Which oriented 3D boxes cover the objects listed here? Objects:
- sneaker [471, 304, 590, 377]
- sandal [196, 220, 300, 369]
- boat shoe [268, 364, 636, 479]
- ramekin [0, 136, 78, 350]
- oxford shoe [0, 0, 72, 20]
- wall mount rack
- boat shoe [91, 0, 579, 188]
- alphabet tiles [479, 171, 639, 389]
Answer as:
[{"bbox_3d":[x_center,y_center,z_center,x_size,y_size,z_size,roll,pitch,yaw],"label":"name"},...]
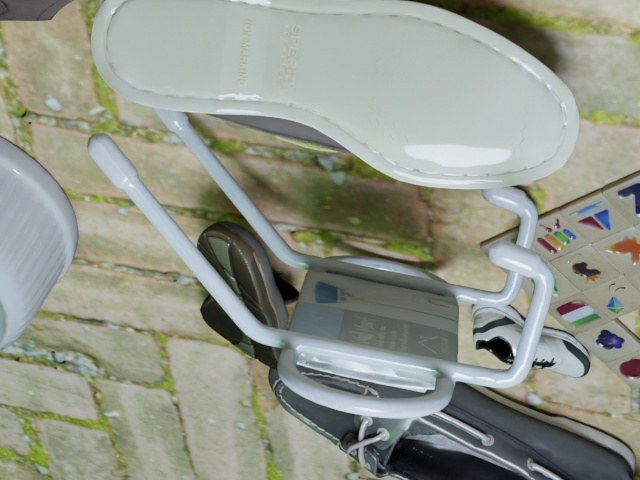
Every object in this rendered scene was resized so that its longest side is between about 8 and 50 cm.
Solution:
[{"bbox_3d":[0.166,0.089,1.330,0.109,0.043,0.040,24,137,-11],"label":"sneaker"},{"bbox_3d":[-0.053,0.039,1.334,0.090,0.060,0.219,33,156,22],"label":"sandal"},{"bbox_3d":[0.110,0.177,1.409,0.335,0.095,0.112,19,140,-2],"label":"boat shoe"},{"bbox_3d":[-0.312,0.007,1.356,0.207,0.109,0.207,10,140,8],"label":"ramekin"},{"bbox_3d":[-0.247,-0.180,1.111,0.364,0.130,0.133,-6,157,42],"label":"oxford shoe"},{"bbox_3d":[0.000,0.000,1.141,0.304,0.350,0.130,12,104,2],"label":"wall mount rack"},{"bbox_3d":[0.012,-0.111,1.118,0.324,0.097,0.116,11,99,3],"label":"boat shoe"},{"bbox_3d":[0.271,0.022,1.244,0.237,0.009,0.198,-26,123,39],"label":"alphabet tiles"}]
